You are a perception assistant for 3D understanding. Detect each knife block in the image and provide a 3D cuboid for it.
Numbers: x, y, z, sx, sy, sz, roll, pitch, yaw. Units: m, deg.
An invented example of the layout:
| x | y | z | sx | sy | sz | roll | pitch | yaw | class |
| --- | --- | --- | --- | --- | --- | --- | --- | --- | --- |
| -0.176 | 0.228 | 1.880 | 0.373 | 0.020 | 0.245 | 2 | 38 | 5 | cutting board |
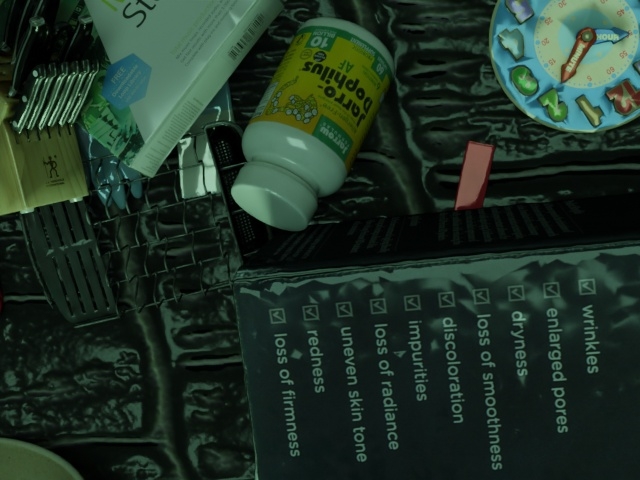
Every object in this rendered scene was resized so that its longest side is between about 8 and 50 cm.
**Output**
| x | y | z | sx | sy | sz | roll | pitch | yaw | class |
| --- | --- | --- | --- | --- | --- | --- | --- | --- | --- |
| -0.339 | -0.144 | 1.055 | 0.275 | 0.088 | 0.242 | -10 | 95 | 36 | knife block |

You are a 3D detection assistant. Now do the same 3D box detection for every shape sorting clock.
| x | y | z | sx | sy | sz | roll | pitch | yaw | class |
| --- | --- | --- | --- | --- | --- | --- | --- | --- | --- |
| 0.285 | -0.219 | 1.101 | 0.206 | 0.040 | 0.206 | 1 | 95 | 7 | shape sorting clock |

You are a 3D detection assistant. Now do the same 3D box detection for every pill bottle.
| x | y | z | sx | sy | sz | roll | pitch | yaw | class |
| --- | --- | --- | --- | --- | --- | --- | --- | --- | --- |
| -0.011 | -0.120 | 1.071 | 0.117 | 0.117 | 0.208 | 24 | 69 | 5 | pill bottle |

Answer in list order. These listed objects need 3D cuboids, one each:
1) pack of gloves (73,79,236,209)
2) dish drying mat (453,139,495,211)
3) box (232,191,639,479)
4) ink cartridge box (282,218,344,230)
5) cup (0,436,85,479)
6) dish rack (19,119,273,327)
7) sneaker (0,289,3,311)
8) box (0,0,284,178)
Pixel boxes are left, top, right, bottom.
| x | y | z | sx | sy | sz | roll | pitch | yaw | class |
| --- | --- | --- | --- | --- | --- | --- | --- | --- | --- |
| -0.197 | -0.155 | 1.152 | 0.195 | 0.046 | 0.232 | -11 | 95 | -1 | pack of gloves |
| 0.172 | -0.068 | 1.146 | 0.032 | 0.008 | 0.083 | 11 | 96 | 6 | dish drying mat |
| 0.196 | 0.214 | 1.013 | 0.471 | 0.297 | 0.480 | -5 | 99 | 9 | box |
| 0.000 | 0.000 | 1.164 | 0.083 | 0.028 | 0.048 | 1 | 98 | 8 | ink cartridge box |
| -0.406 | 0.415 | 1.140 | 0.331 | 0.331 | 0.237 | 5 | 121 | 7 | cup |
| -0.193 | -0.010 | 1.139 | 0.271 | 0.074 | 0.208 | -14 | 104 | 0 | dish rack |
| -0.458 | 0.100 | 1.208 | 0.128 | 0.087 | 0.221 | 26 | 110 | -4 | sneaker |
| -0.229 | -0.251 | 1.099 | 0.322 | 0.058 | 0.232 | 39 | 92 | 22 | box |
